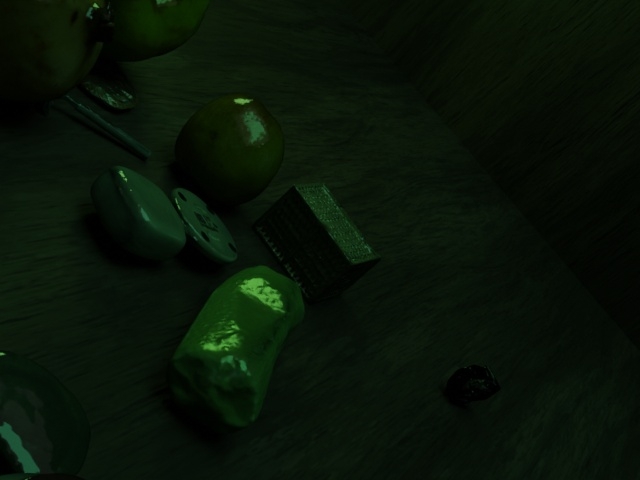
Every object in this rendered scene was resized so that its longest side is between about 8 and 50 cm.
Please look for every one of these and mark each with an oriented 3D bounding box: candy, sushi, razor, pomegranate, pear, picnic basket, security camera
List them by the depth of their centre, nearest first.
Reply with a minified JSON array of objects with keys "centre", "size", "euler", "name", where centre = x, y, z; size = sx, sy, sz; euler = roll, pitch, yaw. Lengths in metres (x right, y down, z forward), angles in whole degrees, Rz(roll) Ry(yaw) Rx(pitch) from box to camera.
[{"centre":[-0.118,0.149,1.340],"size":[0.142,0.132,0.343],"euler":[5,21,11],"name":"candy"},{"centre":[-0.469,-0.352,1.361],"size":[0.307,0.307,0.307],"euler":[36,26,-21],"name":"pomegranate"},{"centre":[-0.244,-0.025,1.453],"size":[0.157,0.080,0.301],"euler":[56,16,25],"name":"security camera"},{"centre":[-0.376,-0.200,1.547],"size":[0.211,0.036,0.084],"euler":[30,31,-31],"name":"razor"},{"centre":[-0.385,-0.516,1.645],"size":[0.391,0.391,0.391],"euler":[36,26,-21],"name":"pear"},{"centre":[-0.161,-0.167,1.665],"size":[0.200,0.200,0.200],"euler":[36,26,-21],"name":"pear"},{"centre":[0.000,0.000,1.731],"size":[0.196,0.134,0.154],"euler":[53,29,14],"name":"picnic basket"},{"centre":[0.300,0.294,1.821],"size":[0.083,0.084,0.056],"euler":[22,33,-43],"name":"sushi"}]

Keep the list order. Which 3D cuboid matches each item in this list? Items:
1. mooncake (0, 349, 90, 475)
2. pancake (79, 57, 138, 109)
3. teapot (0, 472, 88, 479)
[{"centre":[-0.329,0.206,0.929],"size":[0.168,0.104,0.175],"euler":[14,42,-55],"name":"mooncake"},{"centre":[-0.394,-0.288,1.665],"size":[0.139,0.022,0.139],"euler":[36,26,-21],"name":"pancake"},{"centre":[-0.222,0.303,0.704],"size":[0.315,0.312,0.233],"euler":[13,42,-50],"name":"teapot"}]
